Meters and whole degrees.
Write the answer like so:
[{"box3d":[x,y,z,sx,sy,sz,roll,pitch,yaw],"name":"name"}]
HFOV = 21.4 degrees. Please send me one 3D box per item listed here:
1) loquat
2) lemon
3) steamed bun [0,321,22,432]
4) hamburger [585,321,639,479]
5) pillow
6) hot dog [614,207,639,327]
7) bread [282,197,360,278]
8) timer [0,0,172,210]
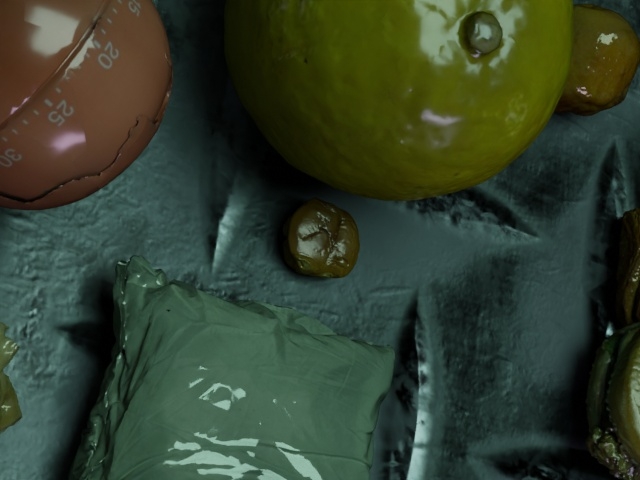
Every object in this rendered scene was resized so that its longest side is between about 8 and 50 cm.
[{"box3d":[0.297,-0.199,1.884,0.137,0.113,0.137,-25,124,-43],"name":"loquat"},{"box3d":[0.075,-0.194,1.577,0.348,0.348,0.348,10,72,-34],"name":"lemon"},{"box3d":[-0.352,0.098,1.311,0.295,0.137,0.292,21,64,-29],"name":"steamed bun"},{"box3d":[0.369,0.179,1.828,0.215,0.122,0.189,-9,87,-34],"name":"hamburger"},{"box3d":[-0.087,0.189,1.483,0.283,0.138,0.310,23,63,-20],"name":"pillow"},{"box3d":[0.370,0.033,1.904,0.099,0.065,0.147,26,62,-37],"name":"hot dog"},{"box3d":[0.000,0.000,1.650,0.083,0.046,0.081,49,57,-17],"name":"bread"},{"box3d":[-0.242,-0.146,1.395,0.215,0.230,0.229,50,54,-27],"name":"timer"}]
